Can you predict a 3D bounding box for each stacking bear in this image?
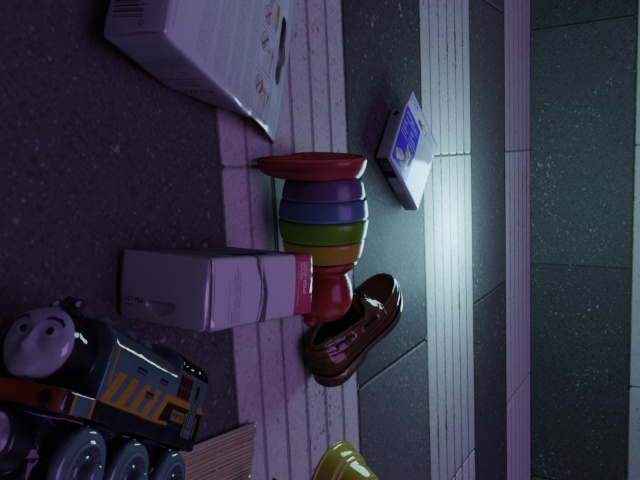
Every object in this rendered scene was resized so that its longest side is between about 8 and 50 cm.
[{"bbox_3d":[0.000,0.000,1.031,0.175,0.164,0.289,-20,113,-56],"label":"stacking bear"}]

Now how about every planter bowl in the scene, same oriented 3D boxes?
[{"bbox_3d":[0.066,0.528,1.219,0.217,0.090,0.217,-6,97,-57],"label":"planter bowl"}]

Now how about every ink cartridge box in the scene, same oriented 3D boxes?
[{"bbox_3d":[-0.134,0.058,0.807,0.218,0.159,0.092,-4,96,-58],"label":"ink cartridge box"},{"bbox_3d":[-0.143,-0.347,0.875,0.385,0.091,0.308,36,60,-72],"label":"ink cartridge box"},{"bbox_3d":[0.213,-0.215,1.450,0.206,0.045,0.208,52,50,-45],"label":"ink cartridge box"}]

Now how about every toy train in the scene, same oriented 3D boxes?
[{"bbox_3d":[-0.231,0.187,0.641,0.334,0.142,0.190,63,35,-61],"label":"toy train"}]

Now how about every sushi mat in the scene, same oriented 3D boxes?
[{"bbox_3d":[-0.195,0.372,0.861,0.316,0.019,0.151,1,90,-58],"label":"sushi mat"}]

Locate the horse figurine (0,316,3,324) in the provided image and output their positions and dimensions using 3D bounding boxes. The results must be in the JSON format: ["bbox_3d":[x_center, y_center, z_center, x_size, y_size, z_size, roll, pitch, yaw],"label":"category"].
[{"bbox_3d":[-0.377,0.135,0.495,0.174,0.066,0.263,-66,154,-5],"label":"horse figurine"}]

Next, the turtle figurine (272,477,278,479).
[{"bbox_3d":[-0.123,0.481,0.917,0.217,0.087,0.269,-45,143,-30],"label":"turtle figurine"}]

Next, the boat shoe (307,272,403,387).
[{"bbox_3d":[0.077,0.149,1.194,0.307,0.111,0.104,-51,134,-44],"label":"boat shoe"}]
